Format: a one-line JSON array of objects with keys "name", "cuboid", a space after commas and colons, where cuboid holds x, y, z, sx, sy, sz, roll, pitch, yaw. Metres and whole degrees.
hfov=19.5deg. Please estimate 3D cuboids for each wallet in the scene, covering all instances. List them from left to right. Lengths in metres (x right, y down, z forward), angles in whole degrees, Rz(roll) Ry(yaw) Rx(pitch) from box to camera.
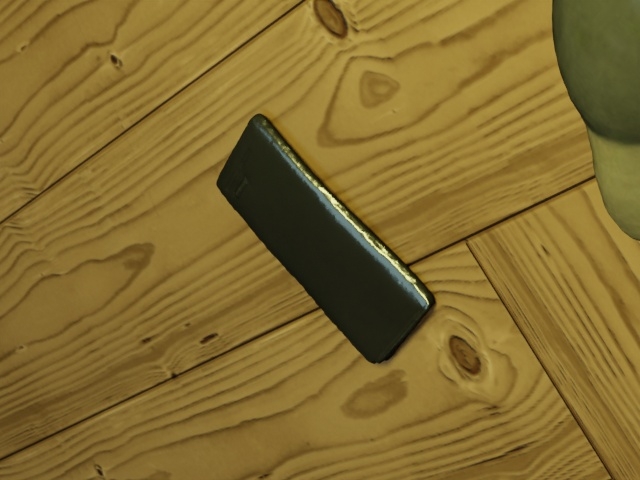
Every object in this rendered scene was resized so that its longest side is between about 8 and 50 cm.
[{"name": "wallet", "cuboid": [0.000, 0.000, 1.738, 0.244, 0.025, 0.124, 48, 142, 10]}]

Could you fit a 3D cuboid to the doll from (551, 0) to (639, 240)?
[{"name": "doll", "cuboid": [0.335, -0.029, 1.219, 0.378, 0.252, 0.382, -131, 29, -50]}]
